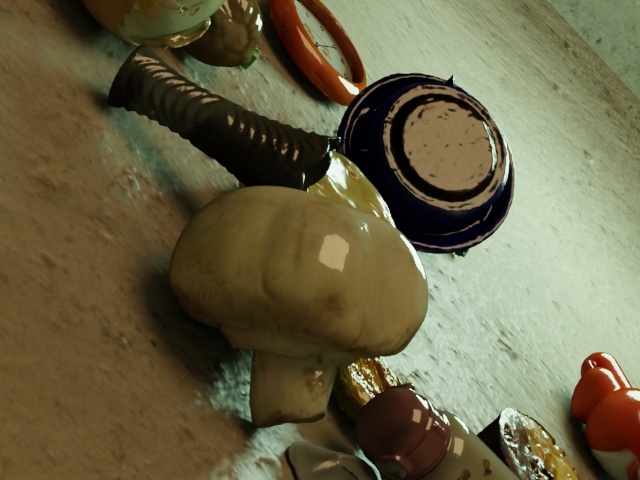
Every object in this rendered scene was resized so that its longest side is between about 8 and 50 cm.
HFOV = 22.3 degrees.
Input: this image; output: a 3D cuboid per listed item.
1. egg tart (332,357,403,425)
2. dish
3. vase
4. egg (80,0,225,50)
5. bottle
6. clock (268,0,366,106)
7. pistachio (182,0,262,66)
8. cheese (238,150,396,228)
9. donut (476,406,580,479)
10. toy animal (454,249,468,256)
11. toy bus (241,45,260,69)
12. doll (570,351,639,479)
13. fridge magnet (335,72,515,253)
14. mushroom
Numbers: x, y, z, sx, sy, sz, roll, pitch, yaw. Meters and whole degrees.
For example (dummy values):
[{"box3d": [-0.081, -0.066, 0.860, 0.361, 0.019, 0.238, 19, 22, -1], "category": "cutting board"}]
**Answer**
[{"box3d": [0.054, 0.169, 1.789, 0.130, 0.052, 0.130, 42, 24, -24], "category": "egg tart"}, {"box3d": [0.025, 0.240, 1.640, 0.137, 0.039, 0.091, 40, 26, -35], "category": "dish"}, {"box3d": [-0.107, -0.121, 1.731, 0.237, 0.115, 0.115, 31, 21, 6], "category": "vase"}, {"box3d": [-0.195, -0.337, 1.836, 0.201, 0.201, 0.244, 22, 28, -53], "category": "egg"}, {"box3d": [0.126, 0.243, 1.720, 0.233, 0.110, 0.110, 46, 22, -36], "category": "bottle"}, {"box3d": [-0.006, -0.281, 2.335, 0.205, 0.051, 0.205, 45, 23, -26], "category": "clock"}, {"box3d": [-0.147, -0.292, 1.998, 0.185, 0.108, 0.126, 49, -2, 7], "category": "pistachio"}, {"box3d": [0.000, 0.000, 1.861, 0.226, 0.117, 0.214, 16, 46, -50], "category": "cheese"}, {"box3d": [0.236, 0.282, 1.949, 0.217, 0.085, 0.141, 24, 36, -53], "category": "donut"}, {"box3d": [0.172, -0.062, 2.318, 0.208, 0.100, 0.103, 45, -11, -32], "category": "toy animal"}, {"box3d": [-0.105, -0.263, 2.136, 0.037, 0.031, 0.083, 29, 32, -34], "category": "toy bus"}, {"box3d": [0.449, 0.277, 2.339, 0.161, 0.130, 0.290, 21, 33, -50], "category": "doll"}, {"box3d": [0.148, -0.109, 2.195, 0.265, 0.112, 0.265, 8, 67, -19], "category": "fridge magnet"}, {"box3d": [-0.026, 0.073, 1.604, 0.260, 0.234, 0.254, 13, -6, -3], "category": "mushroom"}]
